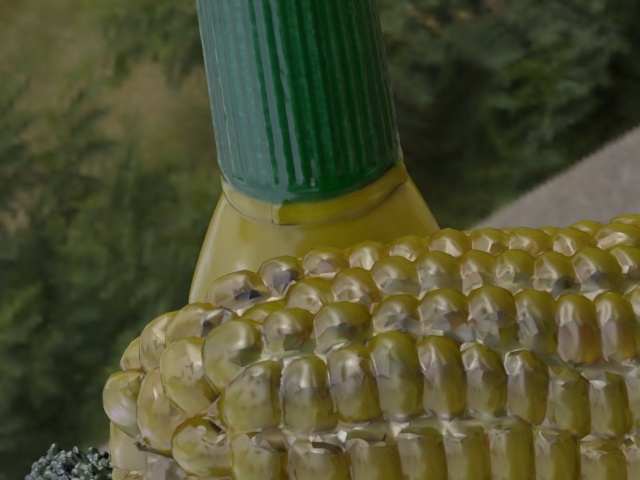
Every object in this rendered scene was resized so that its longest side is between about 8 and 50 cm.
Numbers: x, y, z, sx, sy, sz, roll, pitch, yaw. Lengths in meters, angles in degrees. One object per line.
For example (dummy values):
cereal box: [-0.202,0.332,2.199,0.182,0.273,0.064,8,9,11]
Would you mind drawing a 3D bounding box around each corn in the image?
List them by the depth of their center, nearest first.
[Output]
corn: [0.085,0.040,0.447,0.101,0.310,0.102,173,90,-85]

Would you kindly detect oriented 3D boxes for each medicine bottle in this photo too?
medicine bottle: [0.000,0.000,0.557,0.064,0.095,0.261,-52,-37,-47]

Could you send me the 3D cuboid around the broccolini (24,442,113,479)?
broccolini: [-0.020,0.133,0.779,0.058,0.216,0.067,-63,22,17]
